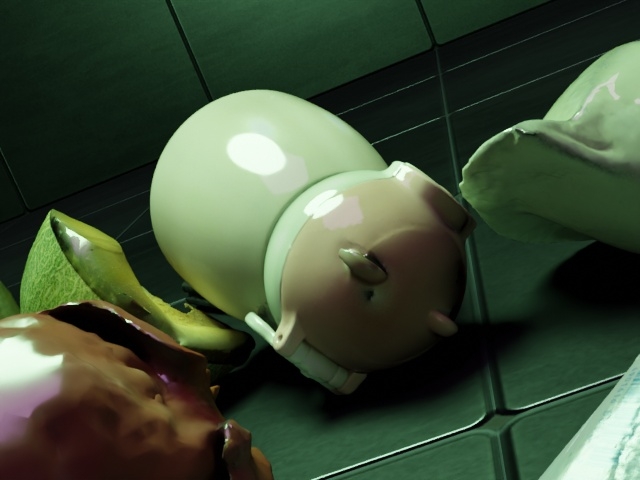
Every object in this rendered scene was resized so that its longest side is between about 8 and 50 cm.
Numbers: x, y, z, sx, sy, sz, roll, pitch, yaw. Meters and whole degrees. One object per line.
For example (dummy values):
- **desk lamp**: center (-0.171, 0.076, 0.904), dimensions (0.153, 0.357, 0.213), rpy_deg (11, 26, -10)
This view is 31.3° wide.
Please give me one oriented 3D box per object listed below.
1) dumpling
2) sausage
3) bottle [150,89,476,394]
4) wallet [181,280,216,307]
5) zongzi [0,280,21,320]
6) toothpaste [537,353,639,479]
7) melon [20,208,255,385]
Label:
- **dumpling**: center (0.195, -0.046, 0.661), dimensions (0.216, 0.126, 0.166), rpy_deg (-37, -11, -20)
- **sausage**: center (-0.153, 0.127, 0.417), dimensions (0.280, 0.152, 0.152), rpy_deg (-27, 12, -13)
- **bottle**: center (0.000, 0.000, 0.695), dimensions (0.147, 0.147, 0.236), rpy_deg (-27, 28, -18)
- **wallet**: center (-0.015, 0.022, 0.926), dimensions (0.124, 0.025, 0.244), rpy_deg (-30, 14, -26)
- **zongzi**: center (-0.401, 0.127, 0.816), dimensions (0.393, 0.174, 0.356), rpy_deg (-30, 11, -22)
- **toothpaste**: center (0.146, 0.054, 0.427), dimensions (0.234, 0.057, 0.089), rpy_deg (-39, 17, -33)
- **melon**: center (-0.131, 0.068, 0.730), dimensions (0.128, 0.160, 0.079), rpy_deg (-47, 19, 26)
